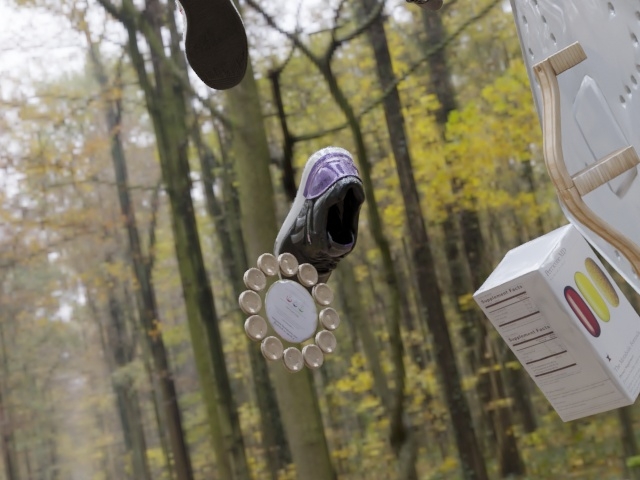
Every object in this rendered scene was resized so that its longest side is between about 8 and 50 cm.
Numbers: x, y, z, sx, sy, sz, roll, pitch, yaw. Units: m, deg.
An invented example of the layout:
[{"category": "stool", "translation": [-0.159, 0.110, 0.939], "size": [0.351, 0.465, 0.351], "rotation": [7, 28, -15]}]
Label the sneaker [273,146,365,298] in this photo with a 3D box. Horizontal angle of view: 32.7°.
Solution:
[{"category": "sneaker", "translation": [0.000, 0.000, 1.750], "size": [0.107, 0.124, 0.283], "rotation": [-1, -54, -21]}]

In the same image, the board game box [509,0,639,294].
[{"category": "board game box", "translation": [0.306, -0.112, 1.100], "size": [0.050, 0.390, 0.390], "rotation": [-23, 30, -2]}]

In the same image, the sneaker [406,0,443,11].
[{"category": "sneaker", "translation": [0.162, -0.434, 1.906], "size": [0.061, 0.065, 0.158], "rotation": [-19, -33, 34]}]

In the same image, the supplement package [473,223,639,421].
[{"category": "supplement package", "translation": [0.367, 0.123, 1.615], "size": [0.134, 0.244, 0.139], "rotation": [-29, 12, 46]}]

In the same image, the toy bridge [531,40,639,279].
[{"category": "toy bridge", "translation": [0.204, -0.048, 0.802], "size": [0.063, 0.188, 0.026], "rotation": [-28, 4, -17]}]

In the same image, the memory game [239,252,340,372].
[{"category": "memory game", "translation": [-0.044, 0.106, 1.610], "size": [0.186, 0.186, 0.012], "rotation": [-1, -18, -43]}]

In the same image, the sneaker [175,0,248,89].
[{"category": "sneaker", "translation": [-0.197, -0.407, 1.780], "size": [0.123, 0.178, 0.296], "rotation": [-13, -51, 4]}]
